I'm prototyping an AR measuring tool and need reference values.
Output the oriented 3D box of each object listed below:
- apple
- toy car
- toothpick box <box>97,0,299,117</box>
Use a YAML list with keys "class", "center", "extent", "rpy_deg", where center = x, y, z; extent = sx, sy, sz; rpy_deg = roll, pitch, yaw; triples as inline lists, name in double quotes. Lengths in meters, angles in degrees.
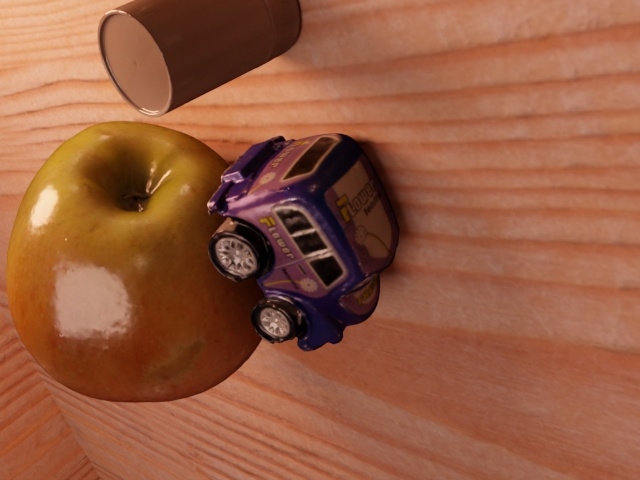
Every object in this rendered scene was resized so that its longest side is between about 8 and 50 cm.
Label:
- class: "apple"
  center: [-0.213, 0.018, 0.977]
  extent: [0.338, 0.338, 0.305]
  rpy_deg: [28, 131, 29]
- class: "toy car"
  center: [0.000, 0.000, 0.866]
  extent: [0.157, 0.172, 0.235]
  rpy_deg: [-11, 118, 36]
- class: "toothpick box"
  center: [-0.117, -0.207, 0.783]
  extent: [0.111, 0.180, 0.111]
  rpy_deg: [28, 137, 29]
